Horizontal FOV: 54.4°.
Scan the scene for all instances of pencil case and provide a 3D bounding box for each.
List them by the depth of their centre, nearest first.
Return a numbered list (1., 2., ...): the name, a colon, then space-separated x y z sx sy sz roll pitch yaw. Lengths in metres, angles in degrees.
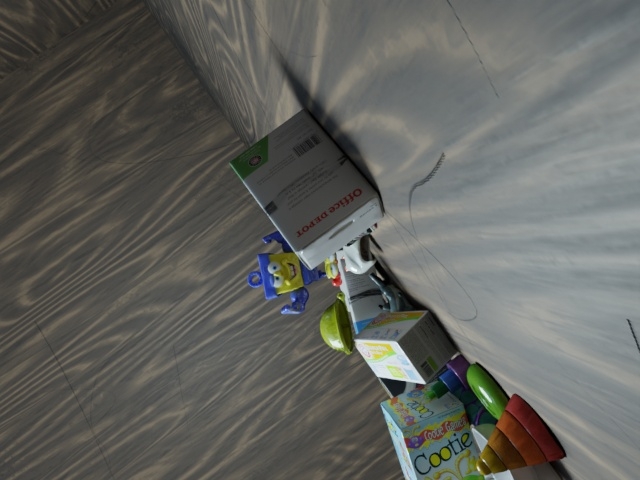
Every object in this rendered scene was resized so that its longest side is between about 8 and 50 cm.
1. pencil case: 0.317 0.336 1.307 0.151 0.064 0.070 -136 48 -67

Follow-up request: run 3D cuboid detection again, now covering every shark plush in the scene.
1. shark plush: 0.168 0.145 1.455 0.161 0.067 0.073 55 177 -12

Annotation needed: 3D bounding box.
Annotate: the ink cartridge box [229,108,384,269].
1. ink cartridge box: -0.022 -0.085 1.032 0.219 0.160 0.092 53 178 26

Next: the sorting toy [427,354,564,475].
1. sorting toy: 0.281 0.316 1.120 0.127 0.126 0.365 55 176 -13

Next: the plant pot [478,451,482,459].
1. plant pot: 0.479 0.699 1.777 0.201 0.201 0.180 52 160 39

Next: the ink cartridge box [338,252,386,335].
1. ink cartridge box: 0.111 0.145 1.551 0.148 0.086 0.203 72 -175 -78

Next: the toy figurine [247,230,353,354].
1. toy figurine: -0.058 0.101 1.474 0.191 0.217 0.363 43 -145 -86

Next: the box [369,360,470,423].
1. box: 0.252 0.353 1.512 0.270 0.165 0.143 53 177 22

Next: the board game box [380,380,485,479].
1. board game box: 0.249 0.466 1.318 0.144 0.142 0.275 -146 37 -77

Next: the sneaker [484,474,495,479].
1. sneaker: 0.416 0.578 1.388 0.297 0.111 0.129 -103 -10 -76

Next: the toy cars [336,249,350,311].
1. toy cars: 0.046 0.040 1.880 0.394 0.087 0.176 51 139 29

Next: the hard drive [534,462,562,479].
1. hard drive: 0.452 0.500 1.280 0.203 0.040 0.307 54 177 8

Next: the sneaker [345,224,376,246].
1. sneaker: 0.060 -0.024 1.216 0.063 0.075 0.170 54 176 3

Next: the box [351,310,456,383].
1. box: 0.174 0.227 1.346 0.114 0.103 0.203 55 156 -8

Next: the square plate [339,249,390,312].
1. square plate: 0.157 0.180 2.101 0.347 0.049 0.344 56 176 -25

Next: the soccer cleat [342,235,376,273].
1. soccer cleat: 0.065 -0.023 1.360 0.068 0.076 0.196 -10 -106 -49

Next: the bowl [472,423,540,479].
1. bowl: 0.345 0.406 1.134 0.142 0.053 0.142 63 173 -16
